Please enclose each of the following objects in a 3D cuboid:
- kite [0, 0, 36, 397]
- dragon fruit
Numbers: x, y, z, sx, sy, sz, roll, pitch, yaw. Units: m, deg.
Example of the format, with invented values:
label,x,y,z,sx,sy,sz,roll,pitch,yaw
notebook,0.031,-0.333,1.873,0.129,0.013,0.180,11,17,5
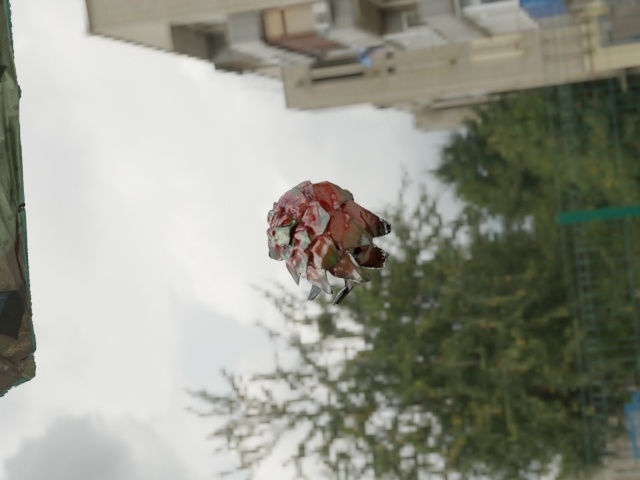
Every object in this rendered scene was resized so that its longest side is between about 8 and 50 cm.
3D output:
label,x,y,z,sx,sy,sz,roll,pitch,yaw
kite,-0.259,0.021,0.737,0.406,0.014,0.368,-62,-32,-12
dragon fruit,0.004,-0.006,1.556,0.142,0.121,0.130,46,165,-18
